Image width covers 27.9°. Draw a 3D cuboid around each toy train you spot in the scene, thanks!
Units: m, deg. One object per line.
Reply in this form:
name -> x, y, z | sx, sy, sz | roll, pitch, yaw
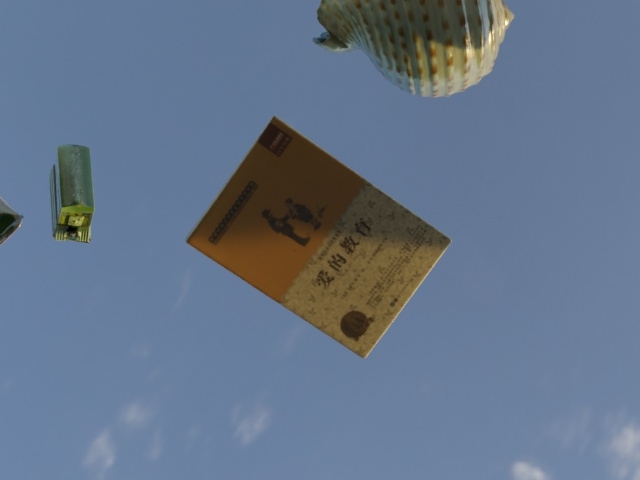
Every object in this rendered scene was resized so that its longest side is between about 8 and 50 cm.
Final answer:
toy train -> -0.235, -0.045, 1.230 | 0.038, 0.093, 0.056 | 3, -37, -20

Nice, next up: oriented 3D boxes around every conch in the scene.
conch -> 0.104, -0.219, 1.272 | 0.200, 0.131, 0.172 | -20, -52, -30

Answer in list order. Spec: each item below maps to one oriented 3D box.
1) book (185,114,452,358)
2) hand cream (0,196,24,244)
book -> 0.000, 0.000, 0.982 | 0.172, 0.012, 0.118 | 34, -83, -16
hand cream -> -0.384, -0.055, 1.324 | 0.095, 0.276, 0.059 | -42, -45, -4
